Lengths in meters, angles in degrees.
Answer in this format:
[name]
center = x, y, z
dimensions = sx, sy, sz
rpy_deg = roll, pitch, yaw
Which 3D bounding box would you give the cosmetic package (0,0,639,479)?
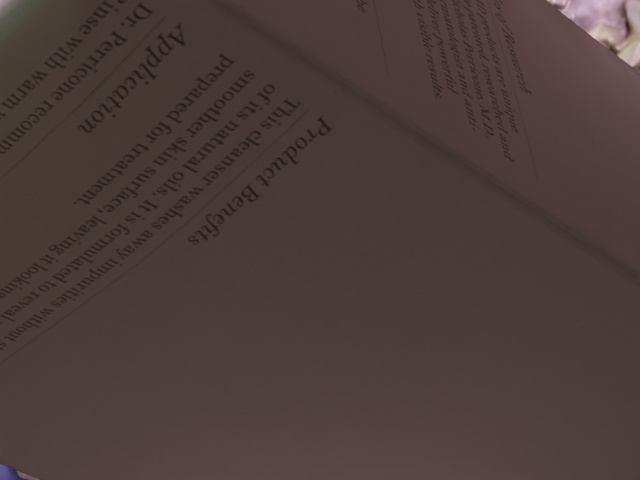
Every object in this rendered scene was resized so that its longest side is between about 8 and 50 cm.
[cosmetic package]
center = 0.000, 0.000, 0.592
dimensions = 0.217, 0.385, 0.156
rpy_deg = -36, 43, 27

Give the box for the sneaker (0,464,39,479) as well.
[sneaker]
center = -0.161, 0.220, 0.904
dimensions = 0.131, 0.112, 0.296
rpy_deg = -12, 49, 17
